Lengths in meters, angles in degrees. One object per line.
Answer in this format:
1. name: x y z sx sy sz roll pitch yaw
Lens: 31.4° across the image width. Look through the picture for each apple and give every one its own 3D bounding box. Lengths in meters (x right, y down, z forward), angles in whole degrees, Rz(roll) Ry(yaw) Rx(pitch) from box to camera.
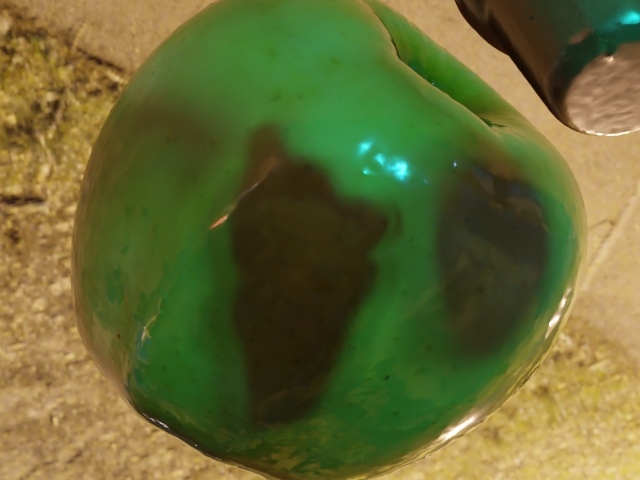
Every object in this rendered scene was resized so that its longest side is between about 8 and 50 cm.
1. apple: 0.000 0.000 1.060 0.473 0.473 0.473 -16 151 -9

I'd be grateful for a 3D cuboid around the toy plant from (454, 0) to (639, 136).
1. toy plant: 0.106 -0.141 0.508 0.105 0.200 0.143 -26 146 22
